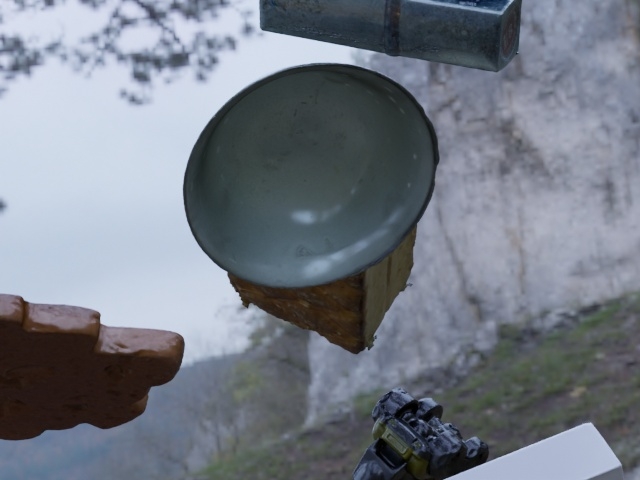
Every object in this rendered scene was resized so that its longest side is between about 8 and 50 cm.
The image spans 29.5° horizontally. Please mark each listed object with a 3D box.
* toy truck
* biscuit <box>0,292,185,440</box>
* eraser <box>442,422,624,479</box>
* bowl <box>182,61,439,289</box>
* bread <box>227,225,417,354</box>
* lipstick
[{"bbox_3d":[0.148,0.341,1.900,0.147,0.165,0.224,39,8,29],"label":"toy truck"},{"bbox_3d":[-0.294,0.115,1.201,0.284,0.043,0.306,-23,-38,28],"label":"biscuit"},{"bbox_3d":[0.178,0.298,1.317,0.298,0.076,0.078,-21,35,-5],"label":"eraser"},{"bbox_3d":[-0.024,-0.105,1.481,0.314,0.313,0.146,-5,35,-12],"label":"bowl"},{"bbox_3d":[0.000,0.000,1.976,0.279,0.207,0.279,24,-31,21],"label":"bread"},{"bbox_3d":[0.069,-0.246,1.320,0.290,0.076,0.077,12,34,23],"label":"lipstick"}]
